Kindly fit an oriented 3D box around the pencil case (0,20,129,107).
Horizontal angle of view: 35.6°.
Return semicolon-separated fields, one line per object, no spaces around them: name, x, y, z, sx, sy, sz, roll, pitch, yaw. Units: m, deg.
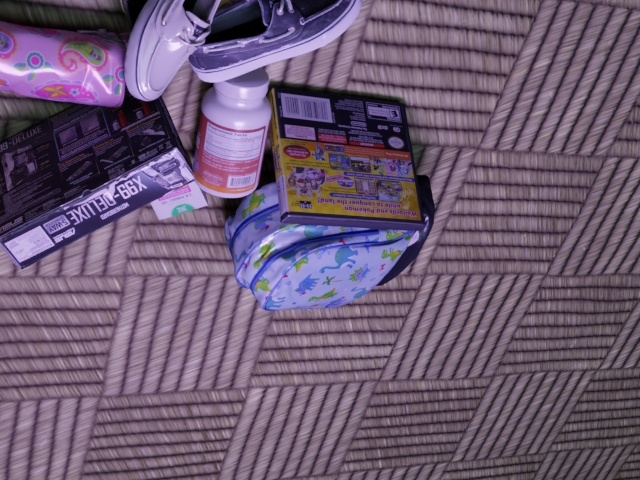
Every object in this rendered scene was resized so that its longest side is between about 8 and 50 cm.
pencil case;-0.431;-0.275;1.510;0.284;0.124;0.124;3;127;-27

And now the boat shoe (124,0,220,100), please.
boat shoe;-0.206;-0.330;1.502;0.096;0.088;0.268;27;89;-58

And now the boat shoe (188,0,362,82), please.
boat shoe;-0.077;-0.357;1.592;0.301;0.108;0.102;-22;151;-2

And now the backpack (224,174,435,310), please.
backpack;0.000;0.000;1.848;0.355;0.273;0.290;13;144;-25

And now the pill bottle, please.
pill bottle;-0.149;-0.191;1.706;0.121;0.121;0.216;-3;129;-22

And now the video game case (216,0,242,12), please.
video game case;-0.115;-0.433;1.584;0.166;0.015;0.119;-35;134;7

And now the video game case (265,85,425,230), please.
video game case;0.044;-0.142;1.761;0.274;0.248;0.035;3;157;-27

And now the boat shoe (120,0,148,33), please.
boat shoe;-0.268;-0.383;1.520;0.081;0.069;0.228;-17;134;-10

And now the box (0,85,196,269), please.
box;-0.374;-0.120;1.580;0.307;0.242;0.076;-28;134;-1

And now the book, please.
book;-0.271;-0.107;1.785;0.096;0.035;0.144;-18;135;3
